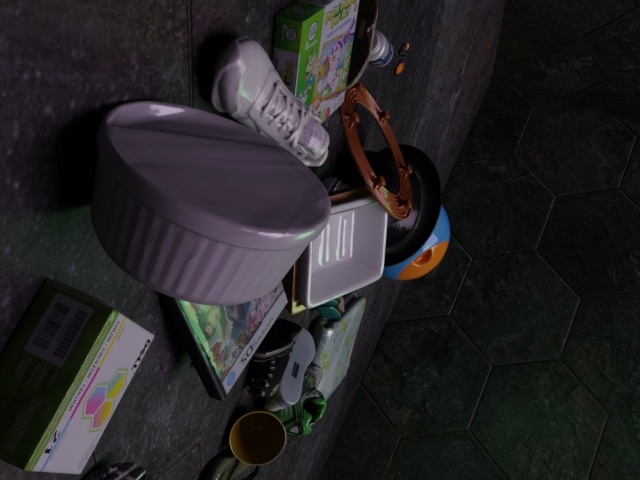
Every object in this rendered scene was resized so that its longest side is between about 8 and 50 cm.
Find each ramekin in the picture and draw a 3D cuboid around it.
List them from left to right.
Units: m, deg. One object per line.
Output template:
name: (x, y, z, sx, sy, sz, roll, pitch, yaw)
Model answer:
ramekin: (-0.133, -0.040, 0.782, 0.127, 0.273, 0.273, -62, 169, 26)

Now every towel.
towel: (0.028, 0.357, 2.200, 0.374, 0.090, 0.320, -33, 138, -66)

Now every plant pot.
plant pot: (-0.155, 0.460, 1.652, 0.095, 0.134, 0.134, -140, -110, -78)

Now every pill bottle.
pill bottle: (0.115, -0.419, 1.478, 0.120, 0.067, 0.067, -12, 122, -72)

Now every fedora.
fedora: (0.142, -0.106, 1.711, 0.153, 0.334, 0.334, 22, 89, -42)

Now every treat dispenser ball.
treat dispenser ball: (0.238, -0.025, 2.020, 0.288, 0.288, 0.288, 21, 90, -75)

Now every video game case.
video game case: (-0.153, 0.097, 1.177, 0.248, 0.035, 0.274, -56, 145, -39)

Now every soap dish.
soap dish: (0.020, 0.005, 1.443, 0.291, 0.118, 0.228, -19, 118, -48)

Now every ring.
ring: (0.131, -0.205, 1.493, 0.336, 0.032, 0.336, 46, 33, -42)

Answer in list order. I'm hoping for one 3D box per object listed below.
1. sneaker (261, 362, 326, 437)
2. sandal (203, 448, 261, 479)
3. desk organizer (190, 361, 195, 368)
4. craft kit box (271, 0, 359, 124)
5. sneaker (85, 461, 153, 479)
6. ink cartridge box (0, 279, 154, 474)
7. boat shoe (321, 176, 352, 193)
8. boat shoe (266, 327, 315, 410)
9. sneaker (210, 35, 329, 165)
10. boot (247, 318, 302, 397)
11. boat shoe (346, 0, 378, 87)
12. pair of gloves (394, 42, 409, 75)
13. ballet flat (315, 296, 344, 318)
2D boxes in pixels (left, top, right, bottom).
sneaker: (-0.046, 0.440, 1.861, 0.343, 0.146, 0.134, -52, 142, -67)
sandal: (-0.199, 0.562, 1.672, 0.303, 0.086, 0.120, -19, 128, -71)
desk organizer: (-0.195, 0.179, 1.250, 0.050, 0.047, 0.130, -29, 138, -64)
craft kit box: (-0.012, -0.314, 1.212, 0.250, 0.061, 0.246, -53, 155, -47)
sneaker: (-0.357, 0.446, 1.003, 0.275, 0.107, 0.110, -50, 176, -38)
ink cartridge box: (-0.285, 0.181, 0.841, 0.188, 0.097, 0.255, -65, 164, -16)
boat shoe: (0.000, 0.000, 1.592, 0.109, 0.094, 0.302, 22, 89, -75)
boat shoe: (-0.087, 0.331, 1.777, 0.084, 0.095, 0.258, -35, -163, 32)
sneaker: (-0.061, -0.197, 1.008, 0.114, 0.152, 0.305, -64, 163, -8)
boot: (-0.125, 0.288, 1.568, 0.178, 0.085, 0.236, -70, 166, 13)
boat shoe: (0.076, -0.397, 1.390, 0.072, 0.068, 0.190, 1, 110, -86)
pair of gloves: (0.223, -0.496, 1.863, 0.074, 0.010, 0.083, -49, 154, -52)
ballet flat: (0.011, 0.135, 1.847, 0.316, 0.108, 0.106, 76, 19, -74)
